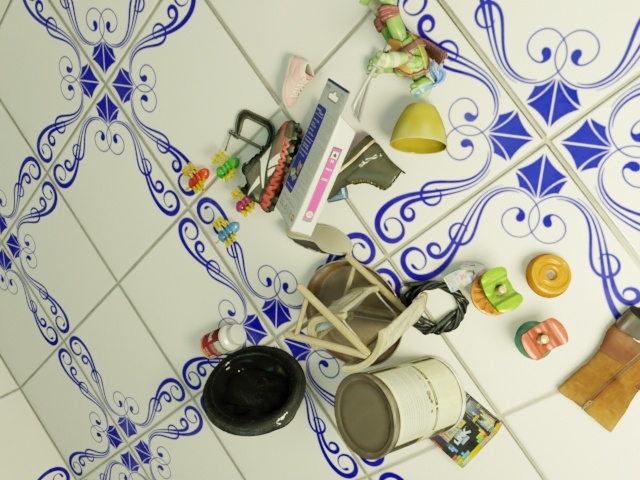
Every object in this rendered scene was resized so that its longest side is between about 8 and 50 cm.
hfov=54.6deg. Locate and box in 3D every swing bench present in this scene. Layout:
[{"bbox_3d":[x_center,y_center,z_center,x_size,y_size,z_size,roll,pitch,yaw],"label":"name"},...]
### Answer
[{"bbox_3d":[0.092,0.187,1.531,0.254,0.253,0.165,27,118,24],"label":"swing bench"}]

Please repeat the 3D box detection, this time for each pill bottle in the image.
[{"bbox_3d":[-0.312,0.321,1.993,0.152,0.086,0.086,-27,89,35],"label":"pill bottle"}]

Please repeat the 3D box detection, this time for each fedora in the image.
[{"bbox_3d":[-0.188,0.482,1.893,0.333,0.334,0.153,10,141,30],"label":"fedora"}]

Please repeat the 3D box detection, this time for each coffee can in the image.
[{"bbox_3d":[0.201,0.408,1.544,0.201,0.275,0.202,3,94,48],"label":"coffee can"}]

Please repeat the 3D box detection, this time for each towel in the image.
[{"bbox_3d":[0.033,-0.163,1.654,0.067,0.029,0.120,-10,99,34],"label":"towel"}]

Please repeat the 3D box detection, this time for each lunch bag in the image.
[{"bbox_3d":[0.352,0.082,1.501,0.083,0.071,0.053,-31,83,38],"label":"lunch bag"}]

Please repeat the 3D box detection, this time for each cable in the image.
[{"bbox_3d":[0.292,0.172,1.582,0.184,0.047,0.151,-8,101,34],"label":"cable"}]

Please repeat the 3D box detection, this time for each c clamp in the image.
[{"bbox_3d":[-0.198,-0.299,1.768,0.160,0.022,0.137,23,111,27],"label":"c clamp"}]

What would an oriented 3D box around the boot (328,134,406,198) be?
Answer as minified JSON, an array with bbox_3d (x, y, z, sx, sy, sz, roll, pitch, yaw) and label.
[{"bbox_3d":[0.105,-0.149,1.572,0.137,0.077,0.198,44,112,7],"label":"boot"}]

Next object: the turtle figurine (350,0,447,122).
[{"bbox_3d":[0.128,-0.431,1.409,0.274,0.197,0.267,-16,92,31],"label":"turtle figurine"}]

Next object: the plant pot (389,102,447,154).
[{"bbox_3d":[0.231,-0.265,1.448,0.134,0.134,0.095,0,81,33],"label":"plant pot"}]

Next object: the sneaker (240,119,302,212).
[{"bbox_3d":[-0.142,-0.213,1.697,0.135,0.098,0.276,26,119,5],"label":"sneaker"}]

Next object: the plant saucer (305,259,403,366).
[{"bbox_3d":[0.097,0.198,1.714,0.310,0.050,0.311,10,109,30],"label":"plant saucer"}]

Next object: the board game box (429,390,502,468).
[{"bbox_3d":[0.370,0.493,1.632,0.141,0.048,0.170,38,122,16],"label":"board game box"}]

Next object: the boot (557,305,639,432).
[{"bbox_3d":[0.696,0.323,1.341,0.264,0.096,0.281,35,121,19],"label":"boot"}]

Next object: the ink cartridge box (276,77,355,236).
[{"bbox_3d":[-0.005,-0.211,1.564,0.371,0.069,0.176,-68,25,18],"label":"ink cartridge box"}]

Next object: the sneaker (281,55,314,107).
[{"bbox_3d":[-0.057,-0.409,1.621,0.070,0.051,0.135,23,112,31],"label":"sneaker"}]

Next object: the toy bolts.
[{"bbox_3d":[0.480,0.157,1.436,0.218,0.158,0.229,-24,79,-4],"label":"toy bolts"}]

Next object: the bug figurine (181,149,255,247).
[{"bbox_3d":[-0.288,-0.131,1.845,0.216,0.072,0.279,-35,80,29],"label":"bug figurine"}]

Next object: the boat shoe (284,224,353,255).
[{"bbox_3d":[0.000,0.000,1.722,0.205,0.075,0.065,18,157,21],"label":"boat shoe"}]
